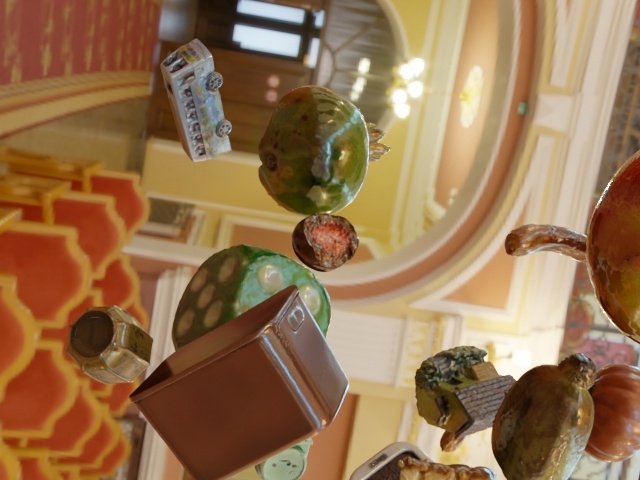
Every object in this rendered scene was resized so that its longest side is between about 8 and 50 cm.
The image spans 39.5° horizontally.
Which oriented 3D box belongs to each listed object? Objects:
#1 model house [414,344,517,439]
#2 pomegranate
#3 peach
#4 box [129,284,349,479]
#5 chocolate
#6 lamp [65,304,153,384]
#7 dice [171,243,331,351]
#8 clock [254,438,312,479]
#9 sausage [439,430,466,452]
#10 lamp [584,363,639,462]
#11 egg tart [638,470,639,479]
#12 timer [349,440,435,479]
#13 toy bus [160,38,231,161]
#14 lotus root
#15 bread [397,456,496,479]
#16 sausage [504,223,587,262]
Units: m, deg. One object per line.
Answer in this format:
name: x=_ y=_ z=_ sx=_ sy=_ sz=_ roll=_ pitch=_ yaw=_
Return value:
model house: x=0.349 y=0.350 z=2.031 sx=0.211 sy=0.194 sz=0.170 roll=13 pitch=-71 yaw=58
pomegranate: x=0.032 y=-0.203 z=2.116 sx=0.216 sy=0.358 sz=0.310 roll=34 pitch=-54 yaw=45
peach: x=0.611 y=0.004 z=1.421 sx=0.370 sy=0.370 sz=0.370 roll=-172 pitch=-90 yaw=-84
box: x=-0.142 y=0.282 z=1.703 sx=0.229 sy=0.339 sz=0.239 roll=58 pitch=19 yaw=-6
chocolate: x=0.000 y=0.000 z=1.862 sx=0.127 sy=0.133 sz=0.124 roll=-45 pitch=-150 yaw=23
lamp: x=-0.455 y=0.228 z=1.934 sx=0.185 sy=0.161 sz=0.161 roll=53 pitch=41 yaw=-65
dice: x=-0.167 y=0.202 z=2.190 sx=0.287 sy=0.297 sz=0.300 roll=-21 pitch=-135 yaw=49
clock: x=-0.112 y=0.652 z=2.607 sx=0.066 sy=0.159 sz=0.211 roll=-129 pitch=-137 yaw=-64
sausage: x=0.354 y=0.468 z=2.248 sx=0.183 sy=0.054 sz=0.062 roll=-47 pitch=-171 yaw=-36
lamp: x=0.645 y=0.377 z=1.951 sx=0.223 sy=0.196 sz=0.223 roll=-61 pitch=173 yaw=-13
egg tart: x=0.589 y=0.399 z=1.344 sx=0.147 sy=0.202 sz=0.203 roll=55 pitch=30 yaw=-44
timer: x=0.221 y=0.698 z=2.486 sx=0.237 sy=0.262 sz=0.087 roll=41 pitch=-32 yaw=33
toy bus: x=-0.325 y=-0.362 z=2.357 sx=0.109 sy=0.136 sz=0.330 roll=52 pitch=-20 yaw=39
lotus root: x=0.412 y=0.334 z=1.641 sx=0.173 sy=0.173 sz=0.309 roll=-91 pitch=-167 yaw=-60
bread: x=0.253 y=0.490 z=1.755 sx=0.275 sy=0.184 sz=0.114 roll=49 pitch=51 yaw=-70
sausage: x=0.621 y=0.004 z=2.416 sx=0.076 sy=0.302 sz=0.103 roll=-56 pitch=-143 yaw=45
